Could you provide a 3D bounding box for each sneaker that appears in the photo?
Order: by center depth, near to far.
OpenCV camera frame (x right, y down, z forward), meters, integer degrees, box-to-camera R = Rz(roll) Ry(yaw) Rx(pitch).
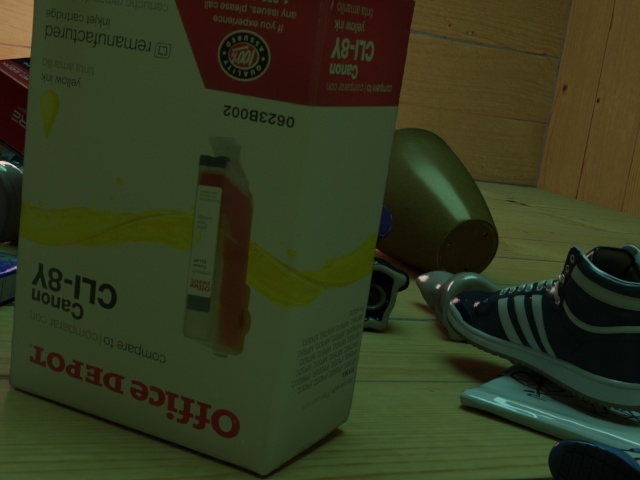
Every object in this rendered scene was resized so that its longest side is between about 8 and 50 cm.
[{"bbox_3d":[0.255,0.196,0.798,0.144,0.053,0.059,18,11,4],"label":"sneaker"},{"bbox_3d":[0.251,0.062,1.060,0.099,0.153,0.282,-4,17,-33],"label":"sneaker"}]

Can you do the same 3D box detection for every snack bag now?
[{"bbox_3d":[0.347,0.175,1.050,0.323,0.037,0.342,15,12,33],"label":"snack bag"}]

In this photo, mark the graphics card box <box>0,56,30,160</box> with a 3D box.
[{"bbox_3d":[-0.252,-0.163,1.321,0.232,0.094,0.371,34,25,16],"label":"graphics card box"}]

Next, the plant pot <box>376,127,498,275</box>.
[{"bbox_3d":[0.196,-0.041,1.710,0.237,0.237,0.254,4,25,-28],"label":"plant pot"}]

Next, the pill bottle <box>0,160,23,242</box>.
[{"bbox_3d":[-0.489,-0.042,1.210,0.152,0.152,0.272,13,10,21],"label":"pill bottle"}]

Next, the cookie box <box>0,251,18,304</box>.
[{"bbox_3d":[-0.392,0.042,1.142,0.091,0.040,0.107,11,9,10],"label":"cookie box"}]

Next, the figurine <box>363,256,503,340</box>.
[{"bbox_3d":[0.124,0.068,1.348,0.214,0.092,0.209,8,5,-8],"label":"figurine"}]

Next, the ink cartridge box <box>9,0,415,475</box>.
[{"bbox_3d":[-0.101,-0.034,0.833,0.279,0.385,0.160,13,14,25],"label":"ink cartridge box"}]

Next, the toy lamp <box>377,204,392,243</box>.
[{"bbox_3d":[0.000,0.000,1.353,0.080,0.080,0.274,3,-14,-32],"label":"toy lamp"}]

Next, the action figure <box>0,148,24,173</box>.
[{"bbox_3d":[-0.398,-0.102,1.507,0.330,0.179,0.341,-15,16,-27],"label":"action figure"}]

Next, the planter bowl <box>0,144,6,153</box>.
[{"bbox_3d":[-0.592,-0.143,1.840,0.162,0.109,0.162,9,9,-1],"label":"planter bowl"}]
